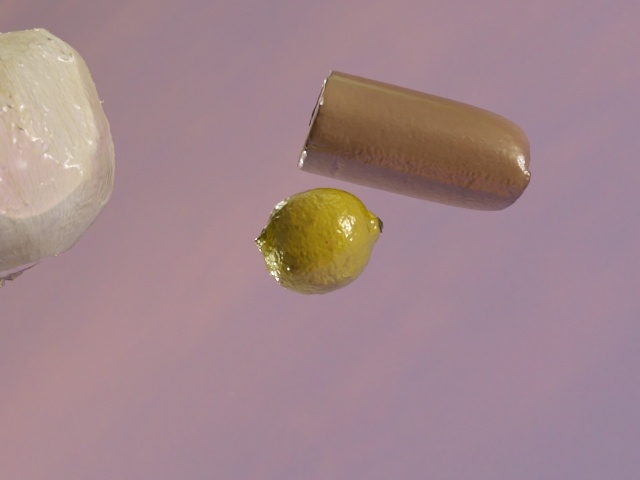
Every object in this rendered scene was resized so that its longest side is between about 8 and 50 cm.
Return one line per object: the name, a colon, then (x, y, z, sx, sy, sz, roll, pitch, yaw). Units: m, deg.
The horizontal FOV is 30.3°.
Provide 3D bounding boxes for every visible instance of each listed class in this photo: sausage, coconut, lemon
sausage: (0.109, -0.108, 1.351, 0.123, 0.252, 0.123, -165, -90, -88)
coconut: (-0.377, -0.082, 1.348, 0.297, 0.297, 0.255, -25, -102, 33)
lemon: (0.000, 0.000, 1.211, 0.133, 0.109, 0.109, -10, -138, 3)
